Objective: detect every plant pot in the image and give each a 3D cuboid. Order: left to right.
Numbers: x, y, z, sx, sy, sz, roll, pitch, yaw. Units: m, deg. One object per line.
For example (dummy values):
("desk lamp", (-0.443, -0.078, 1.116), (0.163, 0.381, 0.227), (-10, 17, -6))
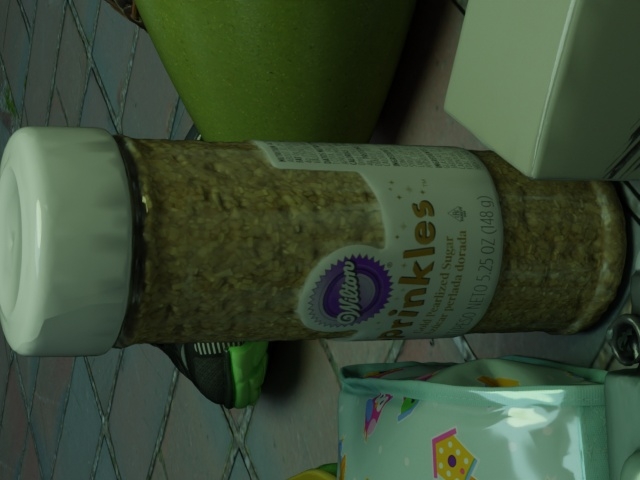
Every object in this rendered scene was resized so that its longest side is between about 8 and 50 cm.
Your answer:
("plant pot", (-0.035, -0.207, 0.935), (0.275, 0.275, 0.293), (-126, 27, -52))

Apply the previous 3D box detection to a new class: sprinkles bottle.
("sprinkles bottle", (0.000, 0.000, 0.705), (0.121, 0.355, 0.121), (180, 90, -65))

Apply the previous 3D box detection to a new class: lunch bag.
("lunch bag", (0.112, 0.180, 0.708), (0.262, 0.160, 0.223), (170, 99, -71))

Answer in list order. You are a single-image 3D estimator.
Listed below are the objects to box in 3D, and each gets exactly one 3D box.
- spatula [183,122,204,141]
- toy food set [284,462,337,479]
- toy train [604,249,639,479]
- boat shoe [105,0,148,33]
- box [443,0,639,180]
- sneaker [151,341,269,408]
("spatula", (-0.066, -0.154, 1.112), (0.296, 0.030, 0.084), (-54, 31, 4))
("toy food set", (0.041, 0.227, 0.981), (0.128, 0.071, 0.218), (60, 152, 5))
("toy train", (0.199, 0.147, 0.476), (0.142, 0.190, 0.334), (174, 94, -65))
("boat shoe", (-0.173, -0.270, 1.348), (0.342, 0.123, 0.123), (-139, 52, -58))
("box", (0.158, -0.177, 0.671), (0.113, 0.094, 0.275), (-128, 44, -53))
("sneaker", (-0.185, 0.059, 1.290), (0.483, 0.202, 0.185), (-159, 70, -64))
